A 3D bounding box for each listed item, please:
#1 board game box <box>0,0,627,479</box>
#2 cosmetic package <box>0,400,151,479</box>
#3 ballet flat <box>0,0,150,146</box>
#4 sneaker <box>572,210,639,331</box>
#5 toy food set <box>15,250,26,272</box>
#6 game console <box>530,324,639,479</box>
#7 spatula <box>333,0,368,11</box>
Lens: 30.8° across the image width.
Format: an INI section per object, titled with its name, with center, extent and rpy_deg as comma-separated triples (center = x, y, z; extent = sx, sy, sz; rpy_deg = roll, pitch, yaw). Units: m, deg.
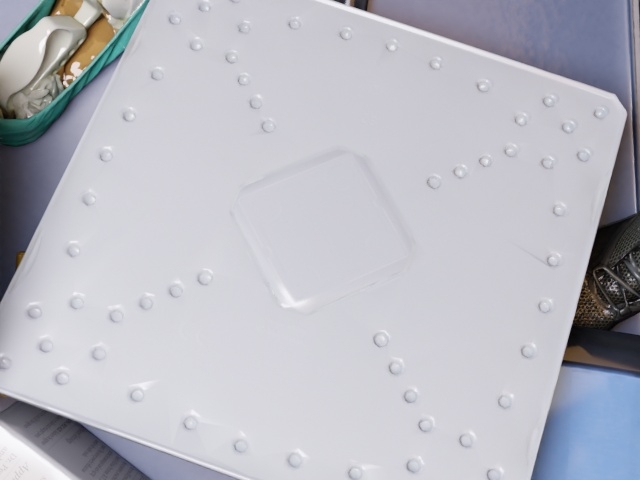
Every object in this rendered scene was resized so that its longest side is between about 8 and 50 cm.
[board game box]
center = 0.000, 0.000, 0.881
extent = 0.390, 0.050, 0.390
rpy_deg = 19, 66, 4
[cosmetic package]
center = -0.217, 0.241, 0.927
extent = 0.183, 0.151, 0.151
rpy_deg = 39, 89, -2
[ballet flat]
center = -0.197, -0.179, 0.956
extent = 0.083, 0.087, 0.247
rpy_deg = 38, 88, -3
[sneaker]
center = 0.271, 0.019, 0.965
extent = 0.227, 0.130, 0.087
rpy_deg = -28, 90, 0
[toy food set]
center = -0.131, 0.067, 0.949
extent = 0.232, 0.111, 0.105
rpy_deg = 4, 90, -5
[game console]
center = 0.160, 0.228, 0.869
extent = 0.386, 0.060, 0.342
rpy_deg = 9, 81, -1
[spatula]
center = 0.008, -0.096, 0.996
extent = 0.084, 0.030, 0.297
rpy_deg = 8, 90, 0
